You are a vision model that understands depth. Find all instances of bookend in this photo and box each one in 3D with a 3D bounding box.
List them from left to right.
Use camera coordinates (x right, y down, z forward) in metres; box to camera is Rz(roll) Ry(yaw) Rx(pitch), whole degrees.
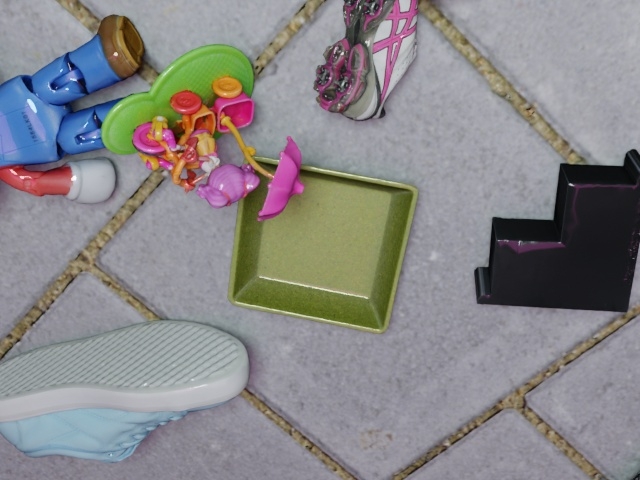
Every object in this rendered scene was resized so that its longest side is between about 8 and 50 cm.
[{"bbox_3d":[0.246,-0.012,0.813,0.157,0.072,0.156,2,115,8],"label":"bookend"}]

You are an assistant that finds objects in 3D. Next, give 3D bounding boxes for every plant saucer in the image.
[{"bbox_3d":[0.000,0.000,0.868,0.188,0.045,0.188,11,117,2],"label":"plant saucer"}]

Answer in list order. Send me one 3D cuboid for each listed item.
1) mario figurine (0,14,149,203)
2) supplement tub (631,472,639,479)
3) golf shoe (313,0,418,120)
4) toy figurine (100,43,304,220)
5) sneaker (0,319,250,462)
[{"bbox_3d":[-0.327,-0.133,0.830,0.320,0.170,0.198,-17,77,4],"label":"mario figurine"},{"bbox_3d":[0.416,0.341,0.939,0.117,0.117,0.190,30,116,-7],"label":"supplement tub"},{"bbox_3d":[0.062,-0.207,0.756,0.086,0.067,0.186,8,113,-43],"label":"golf shoe"},{"bbox_3d":[-0.093,-0.082,0.737,0.159,0.173,0.130,48,147,27],"label":"toy figurine"},{"bbox_3d":[-0.239,0.200,0.965,0.365,0.135,0.150,-8,123,21],"label":"sneaker"}]
